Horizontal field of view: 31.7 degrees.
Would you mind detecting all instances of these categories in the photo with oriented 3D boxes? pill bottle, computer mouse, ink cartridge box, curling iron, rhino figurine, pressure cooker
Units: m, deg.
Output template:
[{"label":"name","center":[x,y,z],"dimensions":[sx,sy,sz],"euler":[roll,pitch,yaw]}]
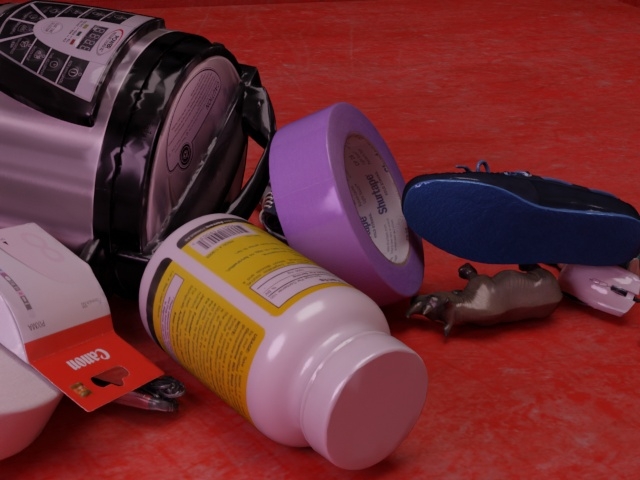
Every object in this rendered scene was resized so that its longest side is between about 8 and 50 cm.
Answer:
[{"label":"pill bottle","center":[-0.044,0.111,1.258],"dimensions":[0.188,0.188,0.334],"euler":[-14,31,-36]},{"label":"computer mouse","center":[0.405,0.070,1.572],"dimensions":[0.193,0.106,0.042],"euler":[20,-6,43]},{"label":"ink cartridge box","center":[-0.283,0.073,1.210],"dimensions":[0.232,0.066,0.189],"euler":[32,14,11]},{"label":"curling iron","center":[-0.281,0.161,1.289],"dimensions":[0.274,0.035,0.068],"euler":[6,3,13]},{"label":"rhino figurine","center":[0.220,0.078,1.528],"dimensions":[0.243,0.073,0.106],"euler":[-9,25,-26]},{"label":"pressure cooker","center":[-0.270,-0.113,1.496],"dimensions":[0.420,0.370,0.375],"euler":[13,5,15]}]

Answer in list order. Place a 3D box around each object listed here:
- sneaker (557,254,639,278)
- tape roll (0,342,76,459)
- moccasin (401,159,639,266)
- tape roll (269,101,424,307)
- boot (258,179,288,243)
[{"label":"sneaker","center":[0.398,-0.013,1.719],"dimensions":[0.107,0.110,0.275],"euler":[-7,26,-25]},{"label":"tape roll","center":[-0.436,0.075,1.137],"dimensions":[0.392,0.072,0.392],"euler":[30,15,-9]},{"label":"moccasin","center":[0.275,-0.031,1.574],"dimensions":[0.342,0.137,0.117],"euler":[13,28,-8]},{"label":"tape roll","center":[0.040,-0.042,1.504],"dimensions":[0.090,0.275,0.275],"euler":[-20,16,22]},{"label":"boot","center":[-0.068,-0.054,1.761],"dimensions":[0.086,0.069,0.190],"euler":[-12,31,-40]}]
